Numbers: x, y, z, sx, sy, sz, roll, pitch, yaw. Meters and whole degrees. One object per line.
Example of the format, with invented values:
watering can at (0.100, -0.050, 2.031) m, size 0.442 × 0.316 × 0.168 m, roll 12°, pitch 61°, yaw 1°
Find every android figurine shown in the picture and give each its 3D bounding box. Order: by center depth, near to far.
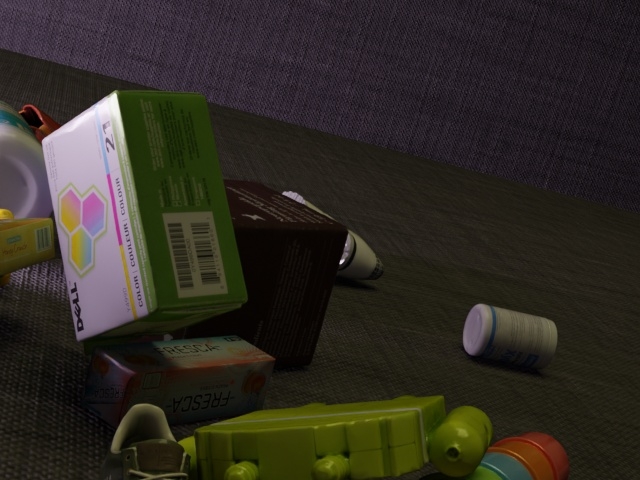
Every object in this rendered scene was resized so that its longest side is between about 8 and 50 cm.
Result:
android figurine at (0.006, 0.157, 0.909) m, size 0.248 × 0.056 × 0.273 m, roll -6°, pitch -3°, yaw 12°

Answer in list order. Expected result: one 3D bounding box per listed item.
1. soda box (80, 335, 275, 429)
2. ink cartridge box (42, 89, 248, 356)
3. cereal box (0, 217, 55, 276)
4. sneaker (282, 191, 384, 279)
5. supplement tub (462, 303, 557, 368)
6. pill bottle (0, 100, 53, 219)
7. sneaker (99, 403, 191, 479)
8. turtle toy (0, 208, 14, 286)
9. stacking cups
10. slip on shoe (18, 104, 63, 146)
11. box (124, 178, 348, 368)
soda box at (-0.128, 0.129, 1.085) m, size 0.063 × 0.058 × 0.183 m, roll 26°, pitch 15°, yaw 38°
ink cartridge box at (-0.193, -0.002, 1.050) m, size 0.097 × 0.189 × 0.255 m, roll -3°, pitch -13°, yaw -44°
cereal box at (-0.398, 0.010, 1.117) m, size 0.240 × 0.047 × 0.173 m, roll -1°, pitch 8°, yaw 15°
sneaker at (0.000, 0.000, 1.775) m, size 0.094 × 0.090 × 0.235 m, roll 23°, pitch 10°, yaw -39°
supplement tub at (0.247, 0.126, 1.542) m, size 0.107 × 0.071 × 0.071 m, roll 13°, pitch 13°, yaw -14°
pill bottle at (-0.422, -0.097, 1.476) m, size 0.146 × 0.146 × 0.264 m, roll 10°, pitch 14°, yaw -25°
sneaker at (-0.122, 0.179, 0.816) m, size 0.064 × 0.086 × 0.192 m, roll 12°, pitch 14°, yaw -18°
turtle toy at (-0.382, 0.007, 1.240) m, size 0.130 × 0.095 × 0.066 m, roll 17°, pitch 34°, yaw 6°
stacking cups at (0.140, 0.211, 0.983) m, size 0.096 × 0.096 × 0.316 m, roll 22°, pitch 14°, yaw 23°
slip on shoe at (-0.431, -0.153, 1.804) m, size 0.331 × 0.101 × 0.123 m, roll 5°, pitch 15°, yaw -46°
box at (-0.110, 0.033, 1.265) m, size 0.168 × 0.167 × 0.203 m, roll 27°, pitch 17°, yaw 40°
